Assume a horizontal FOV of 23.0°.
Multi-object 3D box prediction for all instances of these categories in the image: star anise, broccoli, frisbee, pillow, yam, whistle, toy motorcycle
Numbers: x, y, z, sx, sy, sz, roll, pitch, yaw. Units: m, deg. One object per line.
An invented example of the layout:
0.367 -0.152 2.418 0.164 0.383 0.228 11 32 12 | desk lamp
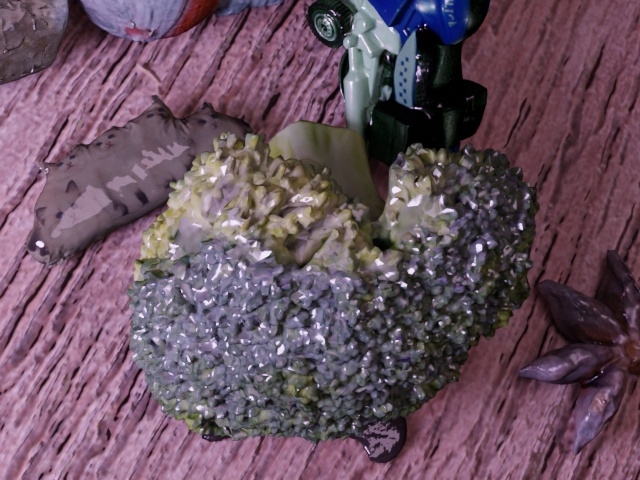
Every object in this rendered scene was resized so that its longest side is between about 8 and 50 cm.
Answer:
0.283 0.097 1.518 0.208 0.063 0.172 -20 79 -21 | star anise
-0.007 0.004 1.314 0.375 0.249 0.302 -22 66 20 | broccoli
-0.029 0.134 1.438 0.187 0.012 0.211 -29 84 -22 | frisbee
-0.175 -0.067 1.433 0.241 0.051 0.093 -32 85 -20 | pillow
-0.315 -0.182 1.395 0.183 0.107 0.107 -14 79 -18 | yam
-0.100 -0.260 1.458 0.348 0.189 0.189 3 73 -30 | whistle
0.094 -0.221 1.425 0.196 0.331 0.125 29 39 35 | toy motorcycle
